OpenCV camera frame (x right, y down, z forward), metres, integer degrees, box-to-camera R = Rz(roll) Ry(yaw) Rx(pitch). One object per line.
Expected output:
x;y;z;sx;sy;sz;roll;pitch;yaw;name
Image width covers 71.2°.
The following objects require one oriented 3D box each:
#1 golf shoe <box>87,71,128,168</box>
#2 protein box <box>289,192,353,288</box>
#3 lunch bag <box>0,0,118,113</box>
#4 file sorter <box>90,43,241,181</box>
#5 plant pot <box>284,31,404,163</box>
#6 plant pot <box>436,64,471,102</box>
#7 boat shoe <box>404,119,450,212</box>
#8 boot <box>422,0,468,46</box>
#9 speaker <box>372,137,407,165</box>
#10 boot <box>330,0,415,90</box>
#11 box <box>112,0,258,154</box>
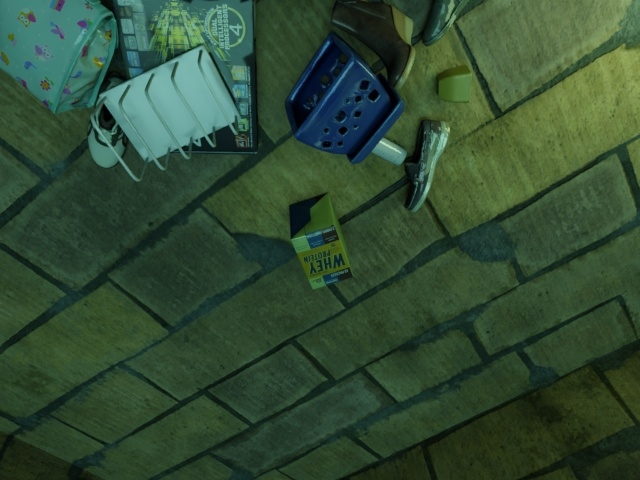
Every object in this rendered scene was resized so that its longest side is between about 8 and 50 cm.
-0.567;-0.301;1.180;0.105;0.120;0.273;16;122;-17;golf shoe
0.000;0.000;1.390;0.135;0.200;0.201;-17;124;6;protein box
-0.597;-0.464;1.010;0.223;0.160;0.262;38;118;-2;lunch bag
-0.350;-0.291;1.046;0.277;0.173;0.193;-24;125;3;file sorter
0.065;-0.351;1.149;0.212;0.236;0.236;24;120;-28;plant pot
0.360;-0.423;1.219;0.083;0.081;0.082;-3;125;8;plant pot
0.295;-0.223;1.336;0.092;0.103;0.286;12;118;-7;boat shoe
0.251;-0.611;1.081;0.208;0.076;0.190;28;103;-30;boot
0.184;-0.272;1.314;0.136;0.055;0.055;22;119;-19;speaker
0.118;-0.479;1.070;0.206;0.249;0.090;14;151;-12;boot
-0.320;-0.419;1.138;0.317;0.097;0.395;1;125;-5;box
